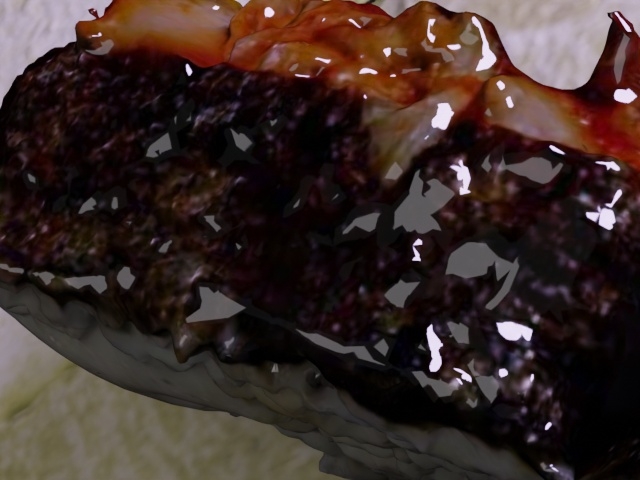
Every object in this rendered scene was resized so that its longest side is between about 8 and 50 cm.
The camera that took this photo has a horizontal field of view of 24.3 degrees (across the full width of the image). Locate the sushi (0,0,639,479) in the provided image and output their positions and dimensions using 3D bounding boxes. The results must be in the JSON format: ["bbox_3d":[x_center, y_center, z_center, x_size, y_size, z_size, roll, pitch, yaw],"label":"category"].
[{"bbox_3d":[0.000,0.000,0.633,0.343,0.196,0.182,17,69,28],"label":"sushi"}]
